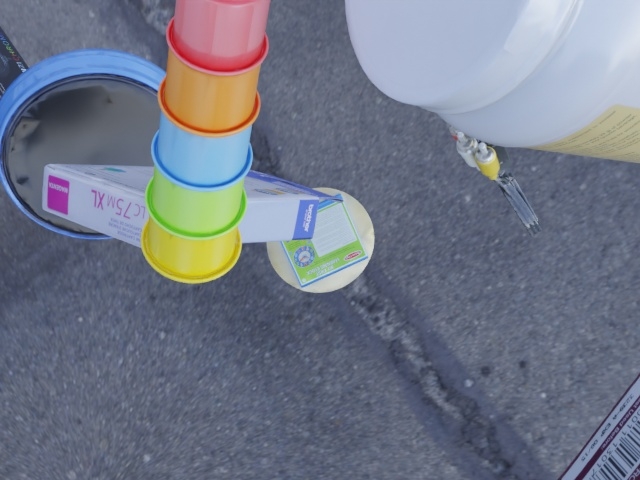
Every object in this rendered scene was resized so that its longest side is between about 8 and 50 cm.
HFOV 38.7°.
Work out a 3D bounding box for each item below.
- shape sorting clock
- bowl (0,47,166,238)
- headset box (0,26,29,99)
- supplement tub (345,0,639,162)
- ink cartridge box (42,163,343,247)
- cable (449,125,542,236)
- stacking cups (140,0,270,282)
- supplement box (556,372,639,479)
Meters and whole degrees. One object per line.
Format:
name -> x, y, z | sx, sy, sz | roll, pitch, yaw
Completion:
shape sorting clock -> 0.000, 0.000, 1.733 | 0.206, 0.040, 0.206 | -1, 101, -6
bowl -> -0.422, -0.169, 1.731 | 0.391, 0.391, 0.077 | -3, 35, -15
headset box -> -0.708, -0.316, 1.758 | 0.131, 0.283, 0.246 | -40, 78, 22
supplement tub -> 0.210, -0.182, 0.677 | 0.331, 0.241, 0.241 | 3, 72, -33
ink cartridge box -> -0.138, -0.044, 1.062 | 0.311, 0.186, 0.065 | -7, 110, -50
cable -> 0.281, -0.109, 1.507 | 0.072, 0.287, 0.139 | -34, 45, 2
stacking cups -> -0.095, -0.086, 0.726 | 0.096, 0.316, 0.096 | 5, 55, -8
supplement box -> 0.220, 0.150, 0.437 | 0.188, 0.081, 0.104 | 35, 96, -5
